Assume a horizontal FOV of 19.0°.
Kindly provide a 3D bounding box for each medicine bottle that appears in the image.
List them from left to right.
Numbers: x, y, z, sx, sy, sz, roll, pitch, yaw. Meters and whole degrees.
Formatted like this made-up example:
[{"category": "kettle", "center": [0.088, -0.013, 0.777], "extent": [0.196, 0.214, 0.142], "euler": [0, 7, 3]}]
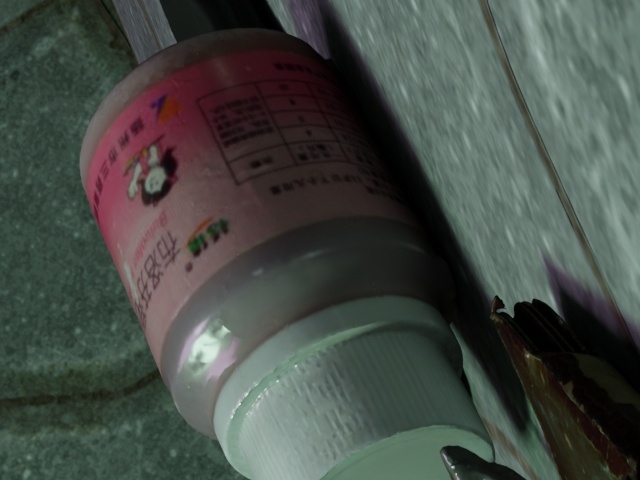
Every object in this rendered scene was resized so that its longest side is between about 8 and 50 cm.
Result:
[{"category": "medicine bottle", "center": [-0.015, 0.023, 0.886], "extent": [0.147, 0.147, 0.247], "euler": [76, 170, -52]}]

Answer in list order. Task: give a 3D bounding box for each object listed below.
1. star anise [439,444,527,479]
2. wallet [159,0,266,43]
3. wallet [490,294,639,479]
[{"category": "star anise", "center": [0.096, 0.160, 0.743], "extent": [0.182, 0.065, 0.195], "euler": [63, -172, 12]}, {"category": "wallet", "center": [0.000, 0.000, 1.104], "extent": [0.197, 0.051, 0.377], "euler": [75, 169, -54]}, {"category": "wallet", "center": [0.112, 0.097, 0.591], "extent": [0.232, 0.031, 0.122], "euler": [-123, 7, -69]}]
